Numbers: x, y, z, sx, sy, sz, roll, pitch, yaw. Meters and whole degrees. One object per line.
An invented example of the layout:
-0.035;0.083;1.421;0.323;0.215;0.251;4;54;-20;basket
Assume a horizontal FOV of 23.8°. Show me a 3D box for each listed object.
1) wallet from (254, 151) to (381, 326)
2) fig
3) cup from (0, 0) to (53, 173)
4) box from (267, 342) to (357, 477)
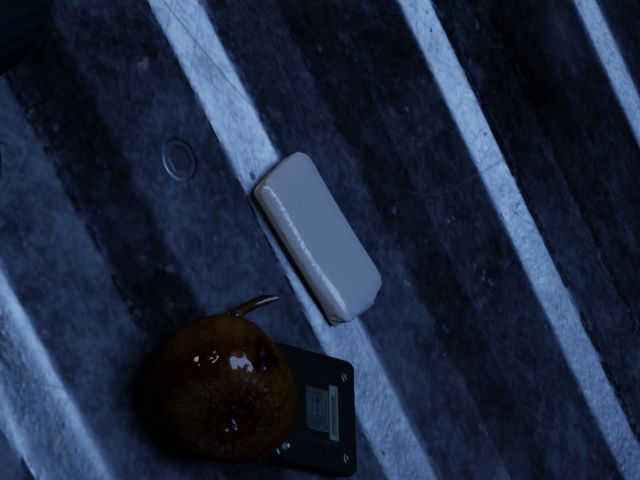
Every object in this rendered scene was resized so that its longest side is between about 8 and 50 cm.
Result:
0.000;0.000;1.625;0.190;0.033;0.095;57;44;-14;wallet
-0.091;0.106;1.436;0.201;0.133;0.146;-93;171;-49;fig
-0.340;-0.164;1.110;0.308;0.242;0.292;50;30;-3;cup
-0.011;0.174;1.550;0.125;0.027;0.126;19;62;-42;box
